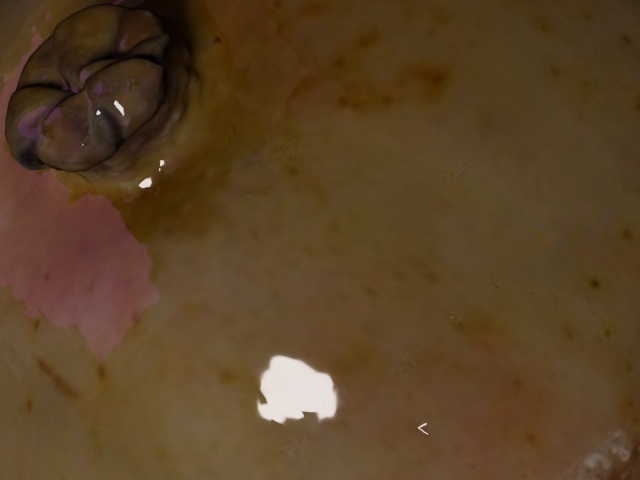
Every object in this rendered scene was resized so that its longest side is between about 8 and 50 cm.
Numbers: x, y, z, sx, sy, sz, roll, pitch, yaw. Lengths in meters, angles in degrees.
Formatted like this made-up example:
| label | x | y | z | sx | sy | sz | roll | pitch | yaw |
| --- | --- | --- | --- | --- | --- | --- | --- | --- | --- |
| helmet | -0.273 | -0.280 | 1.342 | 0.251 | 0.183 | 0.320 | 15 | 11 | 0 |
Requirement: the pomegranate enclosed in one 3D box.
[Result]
| label | x | y | z | sx | sy | sz | roll | pitch | yaw |
| --- | --- | --- | --- | --- | --- | --- | --- | --- | --- |
| pomegranate | 0.000 | 0.000 | 0.762 | 0.411 | 0.411 | 0.411 | -165 | 90 | -82 |
